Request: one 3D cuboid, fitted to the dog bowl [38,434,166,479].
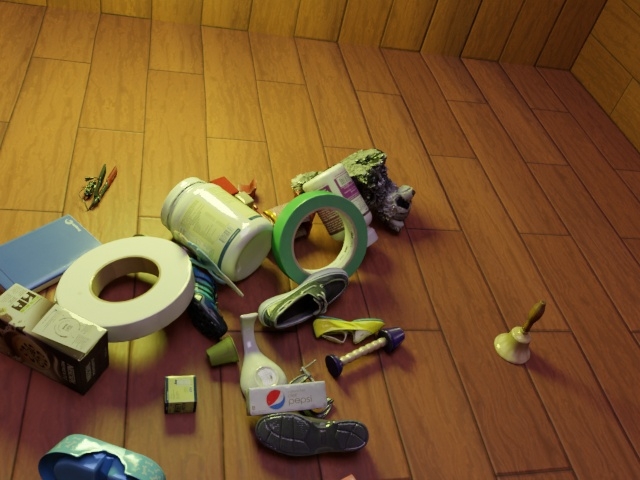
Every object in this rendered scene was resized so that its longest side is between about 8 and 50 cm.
[{"bbox_3d":[-0.497,0.545,1.456,0.297,0.166,0.074,18,31,2],"label":"dog bowl"}]

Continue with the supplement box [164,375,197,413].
[{"bbox_3d":[-0.379,0.416,1.697,0.083,0.056,0.083,2,44,-16],"label":"supplement box"}]

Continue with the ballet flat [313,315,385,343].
[{"bbox_3d":[0.089,0.286,1.979,0.230,0.077,0.077,5,65,-8],"label":"ballet flat"}]

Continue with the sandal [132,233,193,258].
[{"bbox_3d":[-0.517,0.036,2.041,0.219,0.090,0.060,17,62,5],"label":"sandal"}]

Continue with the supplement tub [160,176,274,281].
[{"bbox_3d":[-0.339,-0.042,2.062,0.324,0.235,0.235,34,45,19],"label":"supplement tub"}]

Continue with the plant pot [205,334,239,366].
[{"bbox_3d":[-0.287,0.326,1.814,0.079,0.083,0.083,-20,52,-17],"label":"plant pot"}]

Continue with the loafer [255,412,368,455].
[{"bbox_3d":[-0.026,0.523,1.688,0.302,0.095,0.109,5,73,-6],"label":"loafer"}]

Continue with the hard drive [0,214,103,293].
[{"bbox_3d":[-0.861,0.049,1.950,0.210,0.040,0.318,37,46,21],"label":"hard drive"}]

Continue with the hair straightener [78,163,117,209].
[{"bbox_3d":[-0.799,-0.193,2.231,0.089,0.047,0.230,12,47,-4],"label":"hair straightener"}]

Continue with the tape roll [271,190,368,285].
[{"bbox_3d":[0.000,0.000,2.065,0.321,0.321,0.077,-8,15,-24],"label":"tape roll"}]

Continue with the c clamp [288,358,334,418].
[{"bbox_3d":[-0.020,0.432,1.803,0.137,0.022,0.161,-23,64,-34],"label":"c clamp"}]

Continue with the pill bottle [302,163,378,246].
[{"bbox_3d":[0.078,-0.106,2.230,0.169,0.169,0.302,-35,98,-41],"label":"pill bottle"}]

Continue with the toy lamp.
[{"bbox_3d":[0.143,0.335,1.931,0.274,0.080,0.080,-18,52,-29],"label":"toy lamp"}]

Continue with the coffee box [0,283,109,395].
[{"bbox_3d":[-0.722,0.263,1.672,0.297,0.168,0.119,24,43,9],"label":"coffee box"}]

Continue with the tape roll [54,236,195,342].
[{"bbox_3d":[-0.564,0.134,1.833,0.391,0.072,0.392,-3,40,2],"label":"tape roll"}]

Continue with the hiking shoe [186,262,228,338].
[{"bbox_3d":[-0.357,0.167,1.925,0.132,0.113,0.304,-23,55,-34],"label":"hiking shoe"}]

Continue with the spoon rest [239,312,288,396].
[{"bbox_3d":[-0.180,0.352,1.826,0.137,0.084,0.276,-6,60,-22],"label":"spoon rest"}]

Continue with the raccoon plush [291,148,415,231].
[{"bbox_3d":[0.145,-0.173,2.445,0.446,0.299,0.216,-3,36,35],"label":"raccoon plush"}]

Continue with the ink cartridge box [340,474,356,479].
[{"bbox_3d":[0.022,0.676,1.538,0.198,0.067,0.115,-14,50,-31],"label":"ink cartridge box"}]

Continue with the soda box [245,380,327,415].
[{"bbox_3d":[-0.095,0.432,1.717,0.216,0.069,0.074,-1,74,-18],"label":"soda box"}]

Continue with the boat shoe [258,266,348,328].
[{"bbox_3d":[-0.031,0.196,1.976,0.335,0.121,0.119,-28,30,-26],"label":"boat shoe"}]

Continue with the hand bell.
[{"bbox_3d":[0.668,0.279,2.026,0.126,0.242,0.126,9,43,-9],"label":"hand bell"}]

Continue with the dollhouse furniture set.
[{"bbox_3d":[-0.215,-0.138,2.262,0.201,0.152,0.374,-25,56,-36],"label":"dollhouse furniture set"}]

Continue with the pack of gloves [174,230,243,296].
[{"bbox_3d":[-0.352,0.080,1.895,0.046,0.232,0.195,-46,28,-15],"label":"pack of gloves"}]
